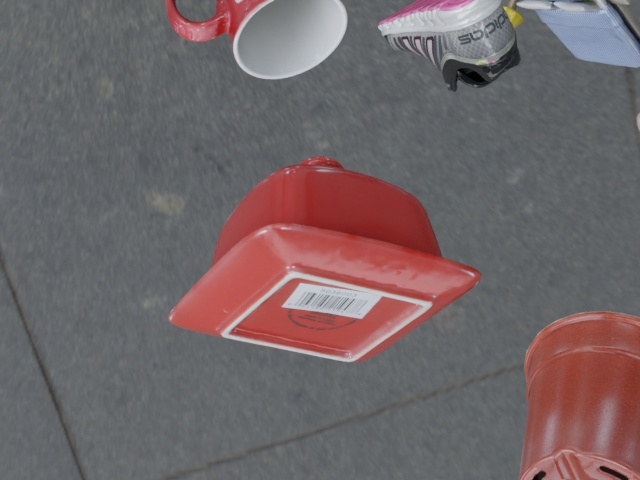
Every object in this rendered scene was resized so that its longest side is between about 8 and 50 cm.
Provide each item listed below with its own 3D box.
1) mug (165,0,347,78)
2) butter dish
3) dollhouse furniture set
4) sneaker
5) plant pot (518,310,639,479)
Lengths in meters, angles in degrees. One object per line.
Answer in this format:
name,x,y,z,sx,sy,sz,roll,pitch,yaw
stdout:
mug,-0.070,-0.255,1.231,0.150,0.169,0.113,6,138,-39
butter dish,0.000,0.000,0.848,0.160,0.118,0.160,14,149,-26
dollhouse furniture set,0.396,-0.210,1.728,0.286,0.303,0.198,36,73,-49
sneaker,0.096,-0.144,0.949,0.063,0.170,0.075,-32,103,-12
plant pot,0.413,0.293,1.917,0.272,0.265,0.272,11,131,13
